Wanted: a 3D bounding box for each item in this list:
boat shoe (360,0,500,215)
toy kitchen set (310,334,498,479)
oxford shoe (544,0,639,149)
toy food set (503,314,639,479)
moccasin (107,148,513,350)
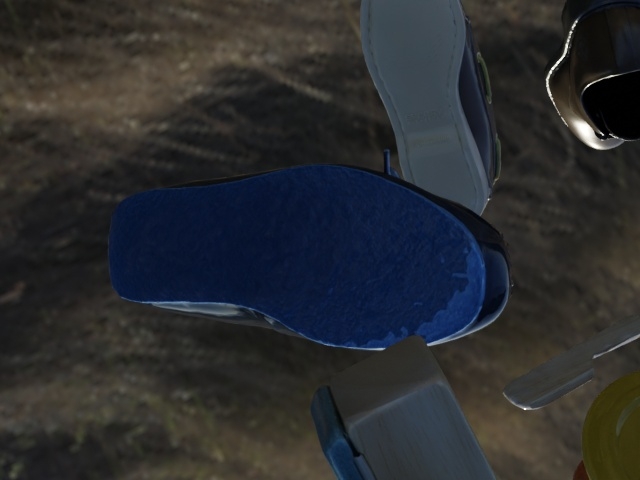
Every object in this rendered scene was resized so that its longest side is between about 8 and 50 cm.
[{"bbox_3d":[0.125,-0.178,1.908,0.117,0.324,0.097,-7,-161,25],"label":"boat shoe"},{"bbox_3d":[-0.004,0.139,0.501,0.166,0.122,0.207,-27,-167,0],"label":"toy kitchen set"},{"bbox_3d":[0.220,-0.110,1.367,0.083,0.096,0.227,-11,160,5],"label":"oxford shoe"},{"bbox_3d":[0.221,0.153,1.096,0.128,0.218,0.071,-33,155,-31],"label":"toy food set"},{"bbox_3d":[0.000,0.000,1.211,0.117,0.342,0.137,3,96,-48],"label":"moccasin"}]
